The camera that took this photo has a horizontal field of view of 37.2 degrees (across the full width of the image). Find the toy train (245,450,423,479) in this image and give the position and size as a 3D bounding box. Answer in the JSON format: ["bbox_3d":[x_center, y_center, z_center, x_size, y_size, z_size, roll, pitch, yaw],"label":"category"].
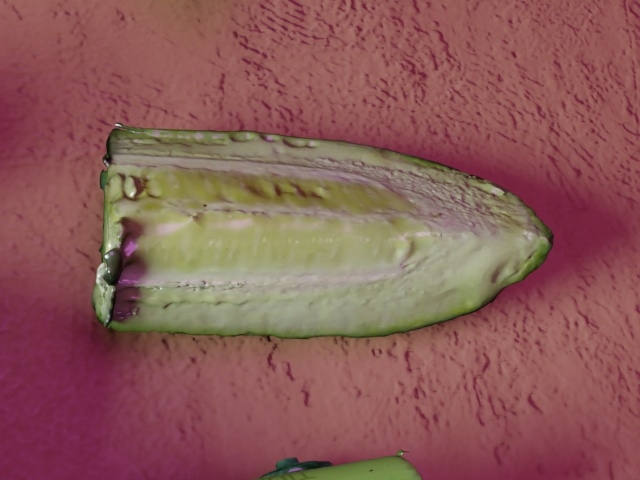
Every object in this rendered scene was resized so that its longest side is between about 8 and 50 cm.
[{"bbox_3d":[-0.057,0.176,0.542,0.253,0.157,0.105,-4,67,-21],"label":"toy train"}]

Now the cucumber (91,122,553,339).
[{"bbox_3d":[-0.001,0.000,0.686,0.326,0.105,0.145,0,39,-20],"label":"cucumber"}]
